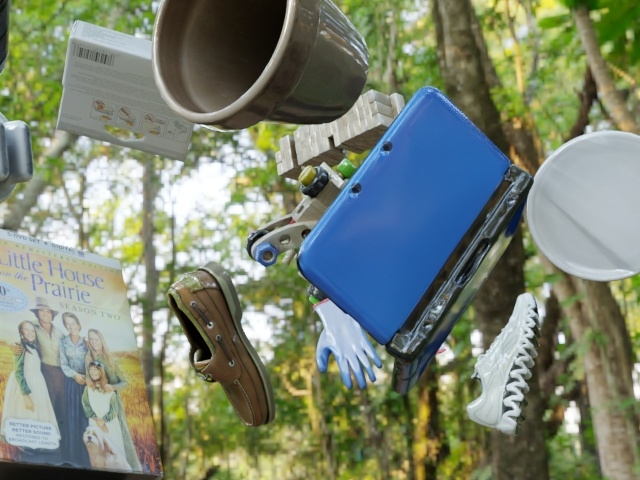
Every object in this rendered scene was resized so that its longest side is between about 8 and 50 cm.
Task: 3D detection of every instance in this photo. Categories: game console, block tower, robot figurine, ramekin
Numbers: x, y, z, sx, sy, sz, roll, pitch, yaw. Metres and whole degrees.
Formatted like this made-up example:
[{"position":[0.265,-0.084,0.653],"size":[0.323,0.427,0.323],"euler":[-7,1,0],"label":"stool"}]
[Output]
[{"position":[0.118,0.007,1.232],"size":[0.173,0.293,0.250],"euler":[32,-19,15],"label":"game console"},{"position":[0.042,-0.240,2.281],"size":[0.335,0.091,0.097],"euler":[-23,-22,37],"label":"block tower"},{"position":[-0.719,-0.153,1.890],"size":[0.353,0.200,0.300],"euler":[-5,-3,22],"label":"robot figurine"},{"position":[0.507,-0.070,1.785],"size":[0.273,0.273,0.127],"euler":[-6,12,10],"label":"ramekin"}]

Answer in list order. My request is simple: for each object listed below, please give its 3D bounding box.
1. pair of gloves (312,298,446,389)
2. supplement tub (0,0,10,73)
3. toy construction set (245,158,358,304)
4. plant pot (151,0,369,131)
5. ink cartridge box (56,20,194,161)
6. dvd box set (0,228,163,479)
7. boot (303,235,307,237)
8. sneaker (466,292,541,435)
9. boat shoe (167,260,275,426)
[{"position":[0.079,0.129,1.450],"size":[0.198,0.159,0.023],"euler":[-21,-31,-10],"label":"pair of gloves"},{"position":[-0.577,-0.356,1.521],"size":[0.193,0.193,0.316],"euler":[2,-36,-17],"label":"supplement tub"},{"position":[0.028,-0.020,1.803],"size":[0.257,0.237,0.309],"euler":[32,5,2],"label":"toy construction set"},{"position":[-0.056,-0.255,1.323],"size":[0.263,0.263,0.229],"euler":[-16,-21,39],"label":"plant pot"},{"position":[-0.370,-0.289,1.961],"size":[0.275,0.060,0.239],"euler":[14,-43,-11],"label":"ink cartridge box"},{"position":[-0.417,0.179,1.546],"size":[0.307,0.420,0.062],"euler":[19,-49,-42],"label":"dvd box set"},{"position":[0.000,-0.001,2.083],"size":[0.099,0.121,0.045],"euler":[35,-79,-35],"label":"boot"},{"position":[0.368,0.237,1.973],"size":[0.118,0.292,0.110],"euler":[8,-22,23],"label":"sneaker"},{"position":[-0.174,0.192,1.665],"size":[0.104,0.307,0.110],"euler":[-31,17,-34],"label":"boat shoe"}]
